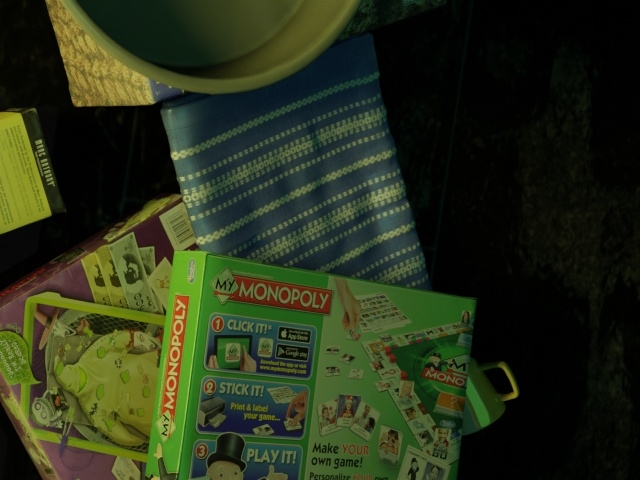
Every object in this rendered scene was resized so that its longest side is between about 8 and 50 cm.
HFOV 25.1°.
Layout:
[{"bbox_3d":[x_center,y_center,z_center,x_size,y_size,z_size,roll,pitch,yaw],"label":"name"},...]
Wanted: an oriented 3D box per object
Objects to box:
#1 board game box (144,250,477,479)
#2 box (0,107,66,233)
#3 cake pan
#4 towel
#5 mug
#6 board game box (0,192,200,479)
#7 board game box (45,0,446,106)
[{"bbox_3d":[0.002,0.134,1.203,0.317,0.046,0.214,11,83,-42],"label":"board game box"},{"bbox_3d":[-0.309,-0.025,1.053,0.232,0.058,0.087,-24,107,-31],"label":"box"},{"bbox_3d":[-0.085,-0.250,1.014,0.293,0.054,0.293,-3,96,-34],"label":"cake pan"},{"bbox_3d":[0.000,0.000,1.246,0.243,0.040,0.336,-28,108,-40],"label":"towel"},{"bbox_3d":[0.142,0.140,1.370,0.078,0.062,0.064,-27,101,-7],"label":"mug"},{"bbox_3d":[-0.131,0.159,1.198,0.208,0.056,0.347,-35,112,-31],"label":"board game box"},{"bbox_3d":[-0.074,-0.257,1.140,0.291,0.141,0.232,-24,107,-30],"label":"board game box"}]
